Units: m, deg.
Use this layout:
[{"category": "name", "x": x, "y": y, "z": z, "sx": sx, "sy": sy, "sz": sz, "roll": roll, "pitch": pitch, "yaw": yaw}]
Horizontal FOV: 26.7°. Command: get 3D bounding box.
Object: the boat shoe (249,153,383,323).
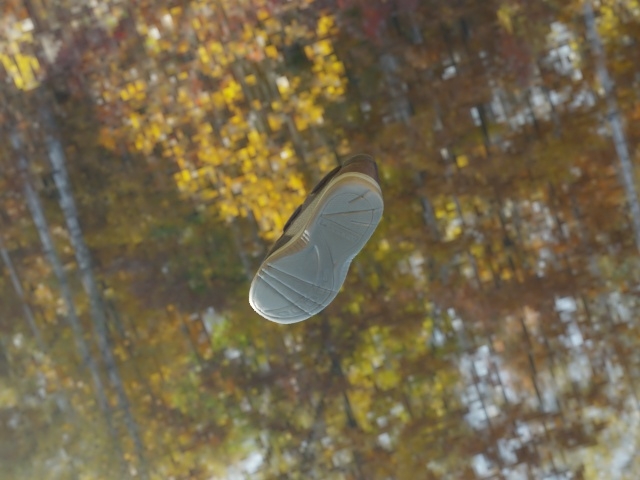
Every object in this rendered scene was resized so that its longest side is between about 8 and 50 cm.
[{"category": "boat shoe", "x": 0.000, "y": 0.000, "z": 1.744, "sx": 0.285, "sy": 0.103, "sz": 0.092, "roll": -56, "pitch": -171, "yaw": 41}]
